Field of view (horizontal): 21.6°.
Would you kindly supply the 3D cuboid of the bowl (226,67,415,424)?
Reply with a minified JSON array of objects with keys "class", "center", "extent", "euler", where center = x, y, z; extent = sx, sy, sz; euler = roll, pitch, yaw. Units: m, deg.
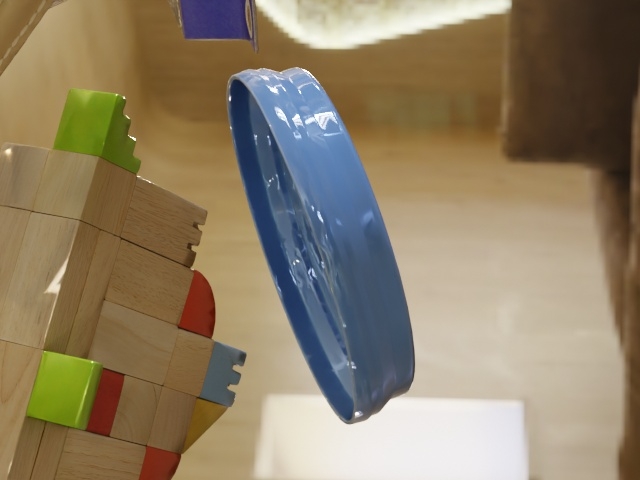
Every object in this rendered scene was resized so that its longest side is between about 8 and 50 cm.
[{"class":"bowl","center":[0.000,0.000,1.774],"extent":[0.391,0.077,0.391],"euler":[161,90,-80]}]

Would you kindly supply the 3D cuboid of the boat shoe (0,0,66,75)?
[{"class":"boat shoe","center":[-0.124,-0.182,0.926],"extent":[0.302,0.098,0.109],"euler":[-58,28,-7]}]

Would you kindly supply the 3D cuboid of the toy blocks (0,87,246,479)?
[{"class":"toy blocks","center":[-0.169,0.102,1.306],"extent":[0.261,0.191,0.381],"euler":[26,-104,-56]}]

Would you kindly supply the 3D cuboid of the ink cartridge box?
[{"class":"ink cartridge box","center":[-0.116,-0.294,1.558],"extent":[0.371,0.069,0.175],"euler":[-124,28,-68]}]
